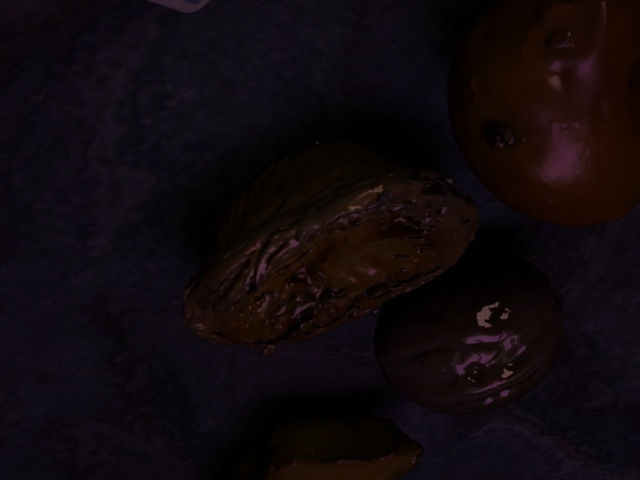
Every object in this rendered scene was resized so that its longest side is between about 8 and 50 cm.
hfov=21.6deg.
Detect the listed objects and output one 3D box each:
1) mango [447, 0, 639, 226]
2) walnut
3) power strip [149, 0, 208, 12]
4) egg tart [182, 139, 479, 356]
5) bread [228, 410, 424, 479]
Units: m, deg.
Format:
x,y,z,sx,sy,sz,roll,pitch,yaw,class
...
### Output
x,y,z,sx,sy,sz,roll,pitch,yaw,class
0.182,-0.094,1.163,0.136,0.166,0.236,14,-163,39,mango
0.126,0.079,1.425,0.162,0.140,0.140,-26,149,-1,walnut
-0.056,-0.204,0.979,0.081,0.035,0.192,15,138,-41,power strip
0.000,0.000,1.280,0.231,0.098,0.252,-5,152,-30,egg tart
-0.016,0.233,1.652,0.160,0.088,0.233,6,145,-25,bread
